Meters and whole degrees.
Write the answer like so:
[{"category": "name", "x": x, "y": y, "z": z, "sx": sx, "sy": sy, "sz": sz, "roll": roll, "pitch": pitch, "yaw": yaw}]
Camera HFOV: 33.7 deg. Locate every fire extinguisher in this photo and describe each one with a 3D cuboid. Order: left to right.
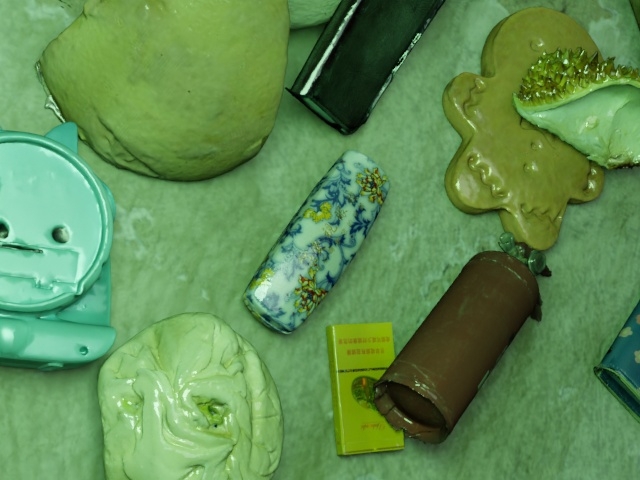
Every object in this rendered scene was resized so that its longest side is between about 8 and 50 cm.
[{"category": "fire extinguisher", "x": 0.202, "y": 0.114, "z": 1.323, "sx": 0.337, "sy": 0.106, "sz": 0.147, "roll": -47, "pitch": 128, "yaw": -34}]

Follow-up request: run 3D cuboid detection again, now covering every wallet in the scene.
[{"category": "wallet", "x": 0.083, "y": -0.283, "z": 1.274, "sx": 0.318, "sy": 0.045, "sz": 0.172, "roll": -58, "pitch": 150, "yaw": 2}, {"category": "wallet", "x": 0.482, "y": 0.151, "z": 1.483, "sx": 0.141, "sy": 0.059, "sz": 0.202, "roll": 47, "pitch": 62, "yaw": -13}]

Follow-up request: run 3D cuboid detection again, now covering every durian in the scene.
[{"category": "durian", "x": 0.376, "y": -0.186, "z": 1.443, "sx": 0.252, "sy": 0.144, "sz": 0.139, "roll": 27, "pitch": 104, "yaw": -33}]

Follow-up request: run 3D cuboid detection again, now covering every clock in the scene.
[{"category": "clock", "x": -0.317, "y": -0.008, "z": 1.087, "sx": 0.223, "sy": 0.094, "sz": 0.274, "roll": 7, "pitch": 76, "yaw": -27}]

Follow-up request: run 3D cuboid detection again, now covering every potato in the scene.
[{"category": "potato", "x": -0.148, "y": -0.184, "z": 1.125, "sx": 0.211, "sy": 0.264, "sz": 0.190, "roll": -18, "pitch": 78, "yaw": -35}]

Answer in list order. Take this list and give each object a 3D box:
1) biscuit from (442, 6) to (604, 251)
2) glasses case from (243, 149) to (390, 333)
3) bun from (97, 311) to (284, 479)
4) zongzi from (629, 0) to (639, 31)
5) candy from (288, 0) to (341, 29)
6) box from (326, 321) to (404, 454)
[{"category": "biscuit", "x": 0.298, "y": -0.166, "z": 1.464, "sx": 0.275, "sy": 0.052, "sz": 0.355, "roll": 34, "pitch": 67, "yaw": -17}, {"category": "glasses case", "x": 0.000, "y": 0.000, "z": 1.264, "sx": 0.087, "sy": 0.065, "sz": 0.248, "roll": 41, "pitch": 63, "yaw": -16}, {"category": "bun", "x": -0.133, "y": 0.187, "z": 1.114, "sx": 0.229, "sy": 0.145, "sz": 0.230, "roll": 7, "pitch": 73, "yaw": -24}, {"category": "zongzi", "x": 0.508, "y": -0.306, "z": 1.582, "sx": 0.197, "sy": 0.099, "sz": 0.195, "roll": 24, "pitch": 68, "yaw": -9}, {"category": "candy", "x": -0.048, "y": -0.386, "z": 1.242, "sx": 0.295, "sy": 0.185, "sz": 0.296, "roll": -1, "pitch": 96, "yaw": -14}, {"category": "box", "x": 0.054, "y": 0.178, "z": 1.278, "sx": 0.086, "sy": 0.023, "sz": 0.155, "roll": 1, "pitch": 78, "yaw": -30}]
